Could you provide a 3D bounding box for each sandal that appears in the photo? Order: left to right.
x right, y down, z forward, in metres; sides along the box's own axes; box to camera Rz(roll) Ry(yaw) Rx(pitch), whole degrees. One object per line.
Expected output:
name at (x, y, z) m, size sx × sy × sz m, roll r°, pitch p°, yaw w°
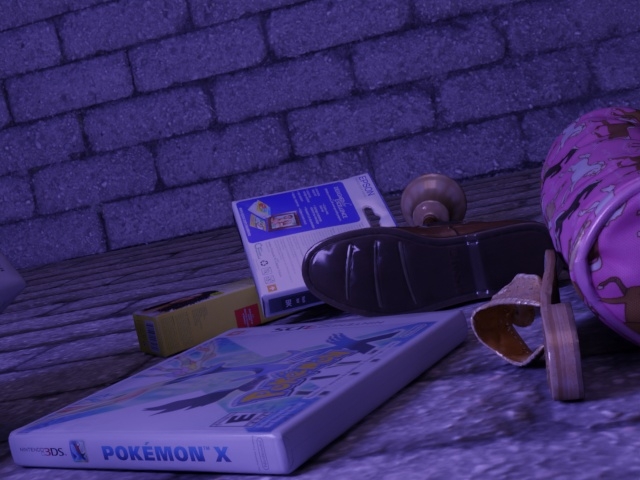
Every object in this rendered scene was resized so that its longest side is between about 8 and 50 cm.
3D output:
sandal at (0.164, 0.066, 0.741) m, size 0.079 × 0.088 × 0.240 m, roll -7°, pitch 12°, yaw 11°

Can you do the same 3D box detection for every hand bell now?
hand bell at (0.194, -0.024, 1.581) m, size 0.126 × 0.126 × 0.242 m, roll -11°, pitch 19°, yaw 15°

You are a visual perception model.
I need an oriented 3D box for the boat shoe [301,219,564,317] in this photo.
boat shoe at (0.134, 0.033, 1.081) m, size 0.307 × 0.111 × 0.104 m, roll -2°, pitch 4°, yaw 7°

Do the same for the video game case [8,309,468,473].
video game case at (-0.062, 0.131, 0.825) m, size 0.300 × 0.036 × 0.329 m, roll -8°, pitch 7°, yaw 33°

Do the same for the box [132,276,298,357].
box at (-0.127, 0.093, 1.201) m, size 0.232 × 0.058 × 0.087 m, roll -16°, pitch 8°, yaw -34°

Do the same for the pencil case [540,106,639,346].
pencil case at (0.303, -0.027, 0.836) m, size 0.167 × 0.160 × 0.386 m, roll -51°, pitch 2°, yaw 19°

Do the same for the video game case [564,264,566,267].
video game case at (0.415, 0.011, 1.037) m, size 0.204 × 0.025 × 0.285 m, roll -13°, pitch 6°, yaw -6°

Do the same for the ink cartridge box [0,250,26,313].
ink cartridge box at (-0.502, 0.109, 0.786) m, size 0.285 × 0.166 × 0.395 m, roll -43°, pitch -4°, yaw 19°

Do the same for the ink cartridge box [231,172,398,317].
ink cartridge box at (0.000, 0.000, 1.208) m, size 0.208 × 0.045 × 0.206 m, roll -13°, pitch 41°, yaw -8°
